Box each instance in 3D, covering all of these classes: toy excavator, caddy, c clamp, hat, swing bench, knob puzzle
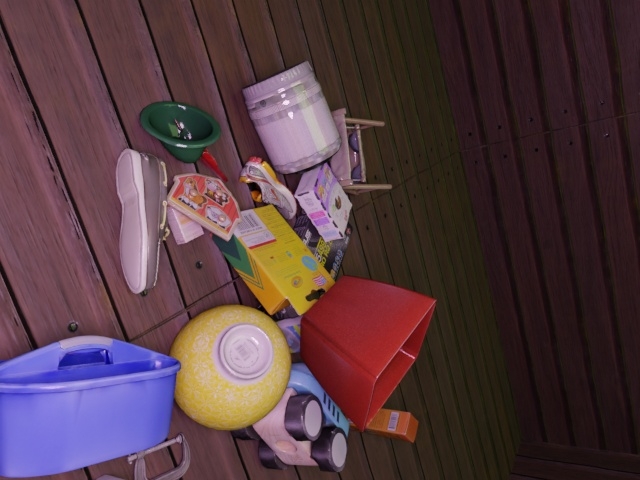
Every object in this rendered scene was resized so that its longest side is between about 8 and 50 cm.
[{"bbox_3d":[-0.001,0.441,1.373,0.433,0.222,0.445,60,33,-30],"label":"toy excavator"},{"bbox_3d":[-0.403,0.251,0.804,0.341,0.241,0.179,9,81,-54],"label":"caddy"},{"bbox_3d":[-0.345,0.463,1.028,0.161,0.022,0.137,9,76,-53],"label":"c clamp"},{"bbox_3d":[-0.336,-0.207,1.159,0.209,0.183,0.173,23,42,-3],"label":"hat"},{"bbox_3d":[0.104,-0.298,1.672,0.255,0.165,0.253,-1,85,-49],"label":"swing bench"},{"bbox_3d":[-0.267,-0.105,1.159,0.213,0.030,0.213,31,33,-22],"label":"knob puzzle"}]

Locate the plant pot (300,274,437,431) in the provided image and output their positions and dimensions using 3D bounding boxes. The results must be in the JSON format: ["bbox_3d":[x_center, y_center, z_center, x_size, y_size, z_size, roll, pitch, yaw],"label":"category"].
[{"bbox_3d":[0.093,0.245,1.166,0.267,0.236,0.267,-43,150,-35],"label":"plant pot"}]

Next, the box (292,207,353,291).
[{"bbox_3d":[0.000,0.000,1.555,0.216,0.060,0.270,51,46,-37],"label":"box"}]

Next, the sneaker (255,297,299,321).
[{"bbox_3d":[-0.117,0.160,1.355,0.227,0.130,0.087,-83,155,-68],"label":"sneaker"}]

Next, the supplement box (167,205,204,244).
[{"bbox_3d":[-0.326,-0.048,1.134,0.062,0.036,0.098,-34,110,-52],"label":"supplement box"}]

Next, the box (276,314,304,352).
[{"bbox_3d":[-0.059,0.259,1.323,0.109,0.178,0.042,60,30,-29],"label":"box"}]

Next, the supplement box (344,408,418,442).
[{"bbox_3d":[0.195,0.597,1.568,0.078,0.233,0.080,50,50,-37],"label":"supplement box"}]

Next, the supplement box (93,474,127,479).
[{"bbox_3d":[-0.398,0.562,0.861,0.111,0.114,0.220,-2,84,-55],"label":"supplement box"}]

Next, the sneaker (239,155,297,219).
[{"bbox_3d":[-0.153,-0.133,1.365,0.225,0.088,0.092,49,64,-35],"label":"sneaker"}]

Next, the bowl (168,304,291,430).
[{"bbox_3d":[-0.183,0.262,1.064,0.290,0.156,0.289,11,60,-20],"label":"bowl"}]

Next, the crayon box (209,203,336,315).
[{"bbox_3d":[-0.113,0.059,1.238,0.318,0.081,0.202,50,34,15],"label":"crayon box"}]

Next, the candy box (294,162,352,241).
[{"bbox_3d":[0.014,-0.122,1.464,0.196,0.070,0.164,56,33,-32],"label":"candy box"}]

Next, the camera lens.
[{"bbox_3d":[-0.078,-0.343,1.373,0.219,0.219,0.274,-49,122,-46],"label":"camera lens"}]

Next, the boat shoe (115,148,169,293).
[{"bbox_3d":[-0.368,-0.041,1.014,0.091,0.109,0.305,3,78,-49],"label":"boat shoe"}]
